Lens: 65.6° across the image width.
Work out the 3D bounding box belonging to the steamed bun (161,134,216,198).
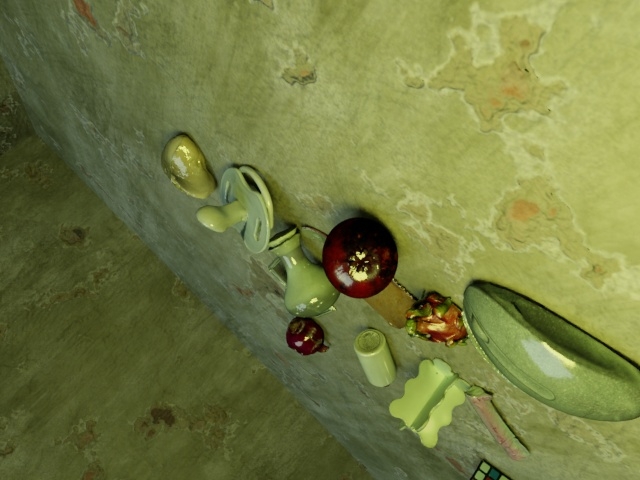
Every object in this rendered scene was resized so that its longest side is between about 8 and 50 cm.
[{"bbox_3d":[-0.435,-0.223,1.606,0.212,0.110,0.231,50,158,-14],"label":"steamed bun"}]

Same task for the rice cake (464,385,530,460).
[{"bbox_3d":[0.487,0.508,1.364,0.290,0.051,0.081,54,155,-21],"label":"rice cake"}]

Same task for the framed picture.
[{"bbox_3d":[-0.074,0.169,1.767,0.274,0.017,0.217,45,156,0],"label":"framed picture"}]

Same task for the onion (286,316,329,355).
[{"bbox_3d":[-0.052,0.400,1.956,0.198,0.135,0.173,52,159,-19],"label":"onion"}]

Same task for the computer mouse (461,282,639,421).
[{"bbox_3d":[0.414,0.221,0.941,0.374,0.114,0.203,31,154,30],"label":"computer mouse"}]

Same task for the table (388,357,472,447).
[{"bbox_3d":[0.301,0.455,1.393,0.166,0.198,0.166,36,155,19],"label":"table"}]

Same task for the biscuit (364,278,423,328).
[{"bbox_3d":[0.166,0.144,1.342,0.232,0.013,0.237,43,156,3],"label":"biscuit"}]

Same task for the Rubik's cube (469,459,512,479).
[{"bbox_3d":[0.573,0.889,1.679,0.182,0.184,0.187,32,152,28],"label":"Rubik's cube"}]

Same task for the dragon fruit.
[{"bbox_3d":[0.264,0.188,1.156,0.138,0.174,0.142,112,142,-54],"label":"dragon fruit"}]

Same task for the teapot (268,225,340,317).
[{"bbox_3d":[-0.055,0.089,1.441,0.183,0.183,0.251,-9,111,62],"label":"teapot"}]

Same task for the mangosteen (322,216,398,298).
[{"bbox_3d":[0.090,0.039,1.125,0.200,0.200,0.200,36,155,20],"label":"mangosteen"}]

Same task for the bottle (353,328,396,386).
[{"bbox_3d":[0.185,0.396,1.608,0.104,0.104,0.245,23,147,41],"label":"bottle"}]

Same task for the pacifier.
[{"bbox_3d":[-0.249,-0.087,1.383,0.279,0.207,0.227,48,141,34],"label":"pacifier"}]

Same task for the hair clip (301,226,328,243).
[{"bbox_3d":[0.001,-0.001,1.362,0.137,0.022,0.054,31,153,36],"label":"hair clip"}]
